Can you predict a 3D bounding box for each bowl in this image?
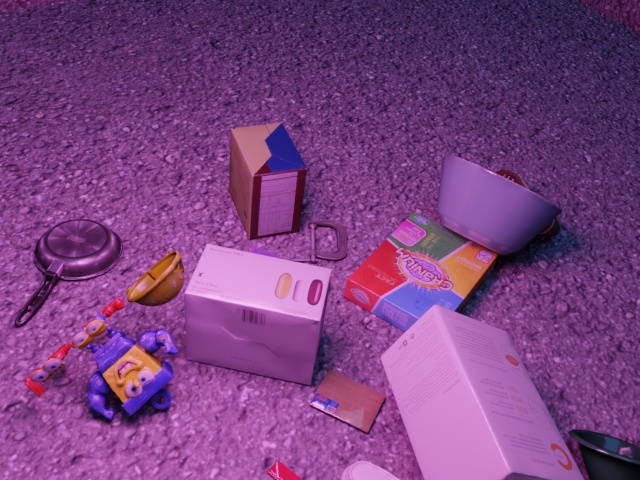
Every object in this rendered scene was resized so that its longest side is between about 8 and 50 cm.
[{"bbox_3d":[0.410,-0.074,1.703,0.311,0.163,0.311,26,8,-4],"label":"bowl"}]

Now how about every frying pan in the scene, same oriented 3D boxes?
[{"bbox_3d":[-0.594,0.042,1.547,0.197,0.053,0.326,31,43,23],"label":"frying pan"}]

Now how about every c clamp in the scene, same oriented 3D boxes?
[{"bbox_3d":[0.000,0.000,1.709,0.137,0.022,0.161,8,43,-1],"label":"c clamp"}]

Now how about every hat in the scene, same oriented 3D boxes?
[{"bbox_3d":[0.535,0.473,1.284,0.172,0.184,0.208,14,0,-4],"label":"hat"}]

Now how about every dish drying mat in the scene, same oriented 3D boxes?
[{"bbox_3d":[-0.055,0.429,1.241,0.083,0.008,0.032,31,46,23],"label":"dish drying mat"}]

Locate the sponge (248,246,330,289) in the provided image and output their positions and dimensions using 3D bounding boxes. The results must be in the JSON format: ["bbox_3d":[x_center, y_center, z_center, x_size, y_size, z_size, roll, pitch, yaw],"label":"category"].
[{"bbox_3d":[-0.095,0.093,1.584,0.210,0.031,0.117,24,44,17],"label":"sponge"}]

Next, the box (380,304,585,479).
[{"bbox_3d":[0.281,0.318,1.244,0.214,0.168,0.345,22,33,-33],"label":"box"}]

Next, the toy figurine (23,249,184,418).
[{"bbox_3d":[-0.341,0.212,1.315,0.362,0.191,0.217,-42,98,-7],"label":"toy figurine"}]

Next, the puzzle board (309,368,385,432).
[{"bbox_3d":[0.054,0.319,1.379,0.128,0.011,0.096,22,45,15],"label":"puzzle board"}]

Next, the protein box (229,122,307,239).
[{"bbox_3d":[-0.135,-0.148,1.713,0.135,0.201,0.200,-9,45,-19],"label":"protein box"}]

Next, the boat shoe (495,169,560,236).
[{"bbox_3d":[0.553,-0.093,1.874,0.095,0.095,0.258,24,28,-37],"label":"boat shoe"}]

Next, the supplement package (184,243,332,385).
[{"bbox_3d":[-0.124,0.149,1.390,0.261,0.204,0.145,11,41,3],"label":"supplement package"}]

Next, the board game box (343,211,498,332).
[{"bbox_3d":[0.241,0.082,1.629,0.242,0.064,0.316,29,46,21],"label":"board game box"}]

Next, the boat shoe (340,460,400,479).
[{"bbox_3d":[0.156,0.460,1.177,0.277,0.096,0.098,33,47,24],"label":"boat shoe"}]
